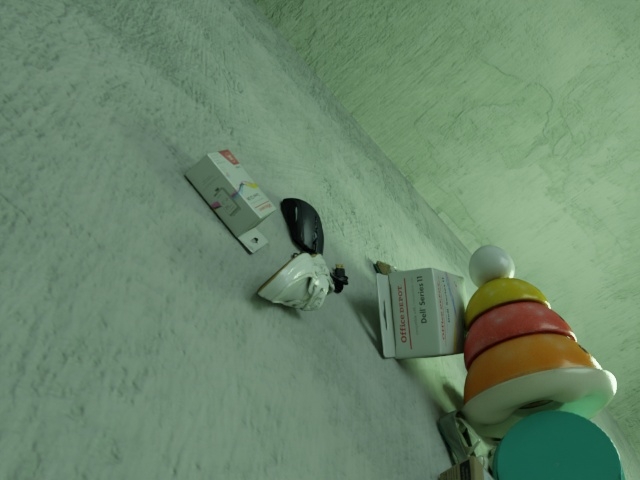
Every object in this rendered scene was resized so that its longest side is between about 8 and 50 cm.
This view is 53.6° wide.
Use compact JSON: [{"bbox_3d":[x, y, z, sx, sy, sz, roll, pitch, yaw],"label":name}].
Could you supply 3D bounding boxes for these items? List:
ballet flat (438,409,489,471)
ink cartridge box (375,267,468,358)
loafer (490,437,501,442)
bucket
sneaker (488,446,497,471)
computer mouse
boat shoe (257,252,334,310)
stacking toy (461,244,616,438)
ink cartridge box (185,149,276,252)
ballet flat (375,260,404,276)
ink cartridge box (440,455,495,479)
[{"bbox_3d":[0.318,0.457,1.347,0.072,0.068,0.213,34,25,-43],"label":"ballet flat"},{"bbox_3d":[0.260,0.180,1.541,0.353,0.119,0.207,15,68,-61],"label":"ink cartridge box"},{"bbox_3d":[0.486,0.491,1.657,0.319,0.112,0.111,47,55,-7],"label":"loafer"},{"bbox_3d":[0.503,0.505,1.326,0.281,0.281,0.183,-108,171,-47],"label":"bucket"},{"bbox_3d":[0.440,0.526,1.521,0.053,0.061,0.152,55,20,5],"label":"sneaker"},{"bbox_3d":[0.000,0.000,1.478,0.184,0.060,0.262,38,23,-34],"label":"computer mouse"},{"bbox_3d":[-0.027,0.085,1.186,0.096,0.098,0.277,53,17,8],"label":"boat shoe"},{"bbox_3d":[0.465,0.209,1.549,0.350,0.351,0.480,32,38,-45],"label":"stacking toy"},{"bbox_3d":[-0.158,-0.079,1.235,0.198,0.067,0.115,51,17,-2],"label":"ink cartridge box"},{"bbox_3d":[0.226,0.127,1.764,0.073,0.067,0.206,22,34,-58],"label":"ballet flat"},{"bbox_3d":[0.318,0.545,1.148,0.234,0.088,0.193,50,17,-6],"label":"ink cartridge box"}]
